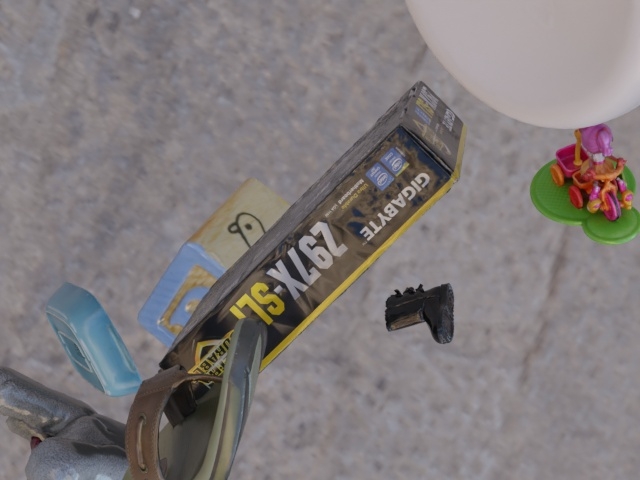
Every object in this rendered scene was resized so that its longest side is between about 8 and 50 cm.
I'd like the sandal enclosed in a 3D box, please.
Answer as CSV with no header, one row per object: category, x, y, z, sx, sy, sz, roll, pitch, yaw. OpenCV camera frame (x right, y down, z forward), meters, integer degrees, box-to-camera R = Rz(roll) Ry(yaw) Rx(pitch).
sandal,-0.125,0.163,1.224,0.086,0.303,0.120,25,48,-14

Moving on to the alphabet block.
alphabet block,-0.110,0.065,2.111,0.193,0.192,0.197,-51,180,40

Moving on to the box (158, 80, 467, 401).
box,0.000,0.000,1.418,0.079,0.257,0.322,45,105,-4

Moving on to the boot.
boot,0.142,0.112,2.159,0.099,0.121,0.045,-14,128,19

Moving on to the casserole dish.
casserole dish,-0.230,0.102,1.476,0.037,0.188,0.114,-31,105,-18

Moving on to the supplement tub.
supplement tub,0.238,-0.243,1.064,0.331,0.241,0.241,-31,124,-37

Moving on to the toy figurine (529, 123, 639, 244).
toy figurine,0.317,-0.104,1.763,0.130,0.173,0.159,-21,134,-8

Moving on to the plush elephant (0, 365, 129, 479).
plush elephant,-0.309,0.340,1.807,0.330,0.272,0.255,26,96,-45
